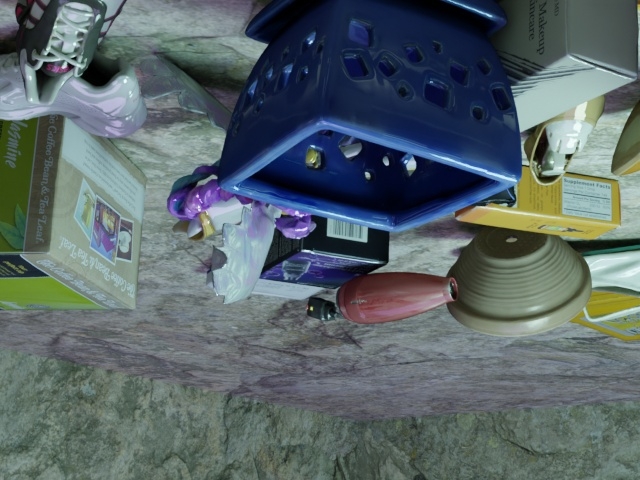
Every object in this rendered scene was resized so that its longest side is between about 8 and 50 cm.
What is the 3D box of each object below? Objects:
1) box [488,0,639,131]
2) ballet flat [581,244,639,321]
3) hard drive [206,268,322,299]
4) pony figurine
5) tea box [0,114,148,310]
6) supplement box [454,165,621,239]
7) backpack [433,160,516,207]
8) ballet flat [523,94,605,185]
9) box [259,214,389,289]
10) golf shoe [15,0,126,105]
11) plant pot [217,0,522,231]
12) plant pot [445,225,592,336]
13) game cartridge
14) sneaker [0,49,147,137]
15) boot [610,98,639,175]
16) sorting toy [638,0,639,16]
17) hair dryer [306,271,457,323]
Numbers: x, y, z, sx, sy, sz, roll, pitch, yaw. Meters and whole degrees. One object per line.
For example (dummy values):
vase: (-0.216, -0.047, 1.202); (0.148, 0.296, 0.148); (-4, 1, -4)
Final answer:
box: (0.207, -0.185, 1.309); (0.094, 0.113, 0.275); (12, 160, -27)
ballet flat: (0.431, 0.075, 2.138); (0.400, 0.139, 0.139); (-2, 163, 18)
hard drive: (-0.067, 0.050, 2.303); (0.210, 0.040, 0.319); (8, 163, -20)
pony figurine: (-0.047, -0.079, 1.516); (0.363, 0.302, 0.351); (-15, 170, 7)
tea box: (-0.449, -0.038, 1.735); (0.324, 0.220, 0.329); (0, 164, 11)
supplement box: (0.316, -0.057, 1.799); (0.233, 0.080, 0.078); (10, 164, -17)
backpack: (0.199, -0.090, 1.684); (0.114, 0.084, 0.105); (-7, 162, 19)
ballet flat: (0.306, -0.129, 1.551); (0.080, 0.073, 0.232); (2, 164, 1)
box: (0.000, 0.000, 1.995); (0.153, 0.108, 0.207); (8, 163, -21)
golf shoe: (-0.237, -0.226, 1.226); (0.105, 0.120, 0.273); (11, 161, -20)
plant pot: (0.049, -0.152, 1.254); (0.236, 0.212, 0.236); (12, 161, -27)
plant pot: (0.310, 0.041, 1.990); (0.237, 0.237, 0.109); (-2, 124, 18)
game cartridge: (0.639, 0.138, 2.476); (0.285, 0.052, 0.324); (-13, 159, 43)
sneaker: (-0.314, -0.198, 1.433); (0.232, 0.090, 0.115); (8, 141, -1)
boot: (0.485, -0.121, 1.437); (0.211, 0.104, 0.295); (20, 154, -7)
sorting toy: (0.355, -0.238, 1.271); (0.083, 0.012, 0.062); (14, 161, -33)
hair dryer: (0.120, 0.073, 1.987); (0.224, 0.080, 0.293); (-18, -171, -24)
